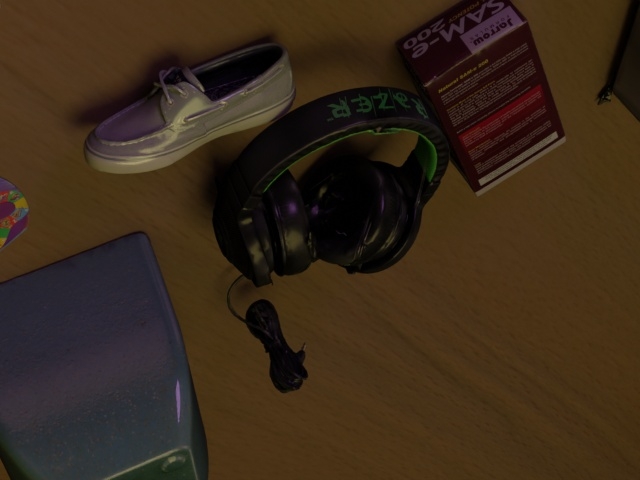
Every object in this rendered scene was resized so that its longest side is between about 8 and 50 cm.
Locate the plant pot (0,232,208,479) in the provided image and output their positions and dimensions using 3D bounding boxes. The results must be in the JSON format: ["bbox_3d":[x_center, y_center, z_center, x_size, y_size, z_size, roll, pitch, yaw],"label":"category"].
[{"bbox_3d":[-0.247,0.193,1.506,0.247,0.252,0.247,-21,144,-12],"label":"plant pot"}]

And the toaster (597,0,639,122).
[{"bbox_3d":[0.445,-0.216,1.625,0.168,0.110,0.185,-16,143,-19],"label":"toaster"}]

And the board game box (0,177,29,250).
[{"bbox_3d":[-0.368,0.004,1.374,0.169,0.033,0.133,-38,144,11],"label":"board game box"}]

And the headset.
[{"bbox_3d":[0.000,0.000,1.503,0.243,0.185,0.394,-6,148,-30],"label":"headset"}]

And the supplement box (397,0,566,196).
[{"bbox_3d":[0.184,-0.162,1.534,0.130,0.073,0.239,-32,146,1],"label":"supplement box"}]

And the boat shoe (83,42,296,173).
[{"bbox_3d":[-0.129,-0.138,1.342,0.228,0.079,0.081,-23,138,-21],"label":"boat shoe"}]
